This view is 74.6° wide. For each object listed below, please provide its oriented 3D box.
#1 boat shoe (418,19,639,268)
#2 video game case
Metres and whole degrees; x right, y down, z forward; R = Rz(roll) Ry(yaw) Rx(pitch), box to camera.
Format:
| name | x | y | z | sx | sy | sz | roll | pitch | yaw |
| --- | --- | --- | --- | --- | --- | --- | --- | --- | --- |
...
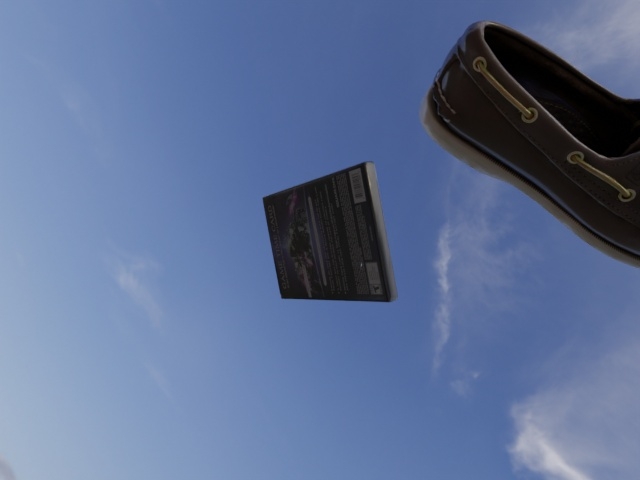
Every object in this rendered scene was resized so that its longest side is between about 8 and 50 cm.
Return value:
| name | x | y | z | sx | sy | sz | roll | pitch | yaw |
| --- | --- | --- | --- | --- | --- | --- | --- | --- | --- |
| boat shoe | 0.248 | -0.076 | 0.367 | 0.324 | 0.116 | 0.096 | 32 | -27 | 5 |
| video game case | 0.000 | 0.000 | 0.682 | 0.274 | 0.026 | 0.196 | -8 | -88 | 52 |
